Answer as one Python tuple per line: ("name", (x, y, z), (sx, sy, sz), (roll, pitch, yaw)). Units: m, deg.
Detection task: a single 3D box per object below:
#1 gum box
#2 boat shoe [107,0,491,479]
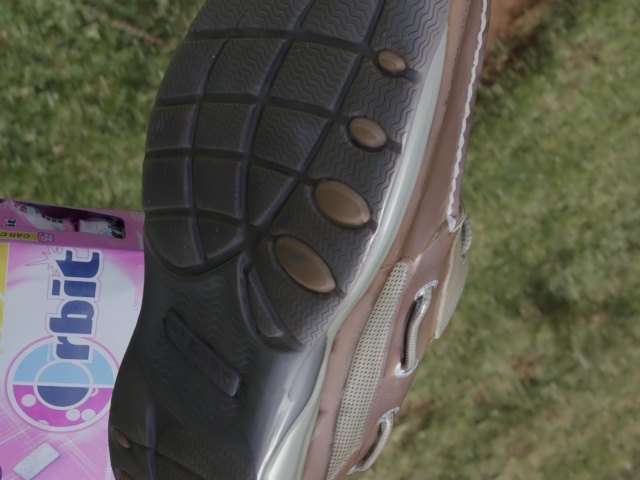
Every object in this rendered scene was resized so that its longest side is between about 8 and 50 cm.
("gum box", (-0.163, 0.065, 0.979), (0.107, 0.062, 0.188), (4, 115, -13))
("boat shoe", (0.000, 0.000, 0.651), (0.116, 0.123, 0.324), (-21, 146, -40))
